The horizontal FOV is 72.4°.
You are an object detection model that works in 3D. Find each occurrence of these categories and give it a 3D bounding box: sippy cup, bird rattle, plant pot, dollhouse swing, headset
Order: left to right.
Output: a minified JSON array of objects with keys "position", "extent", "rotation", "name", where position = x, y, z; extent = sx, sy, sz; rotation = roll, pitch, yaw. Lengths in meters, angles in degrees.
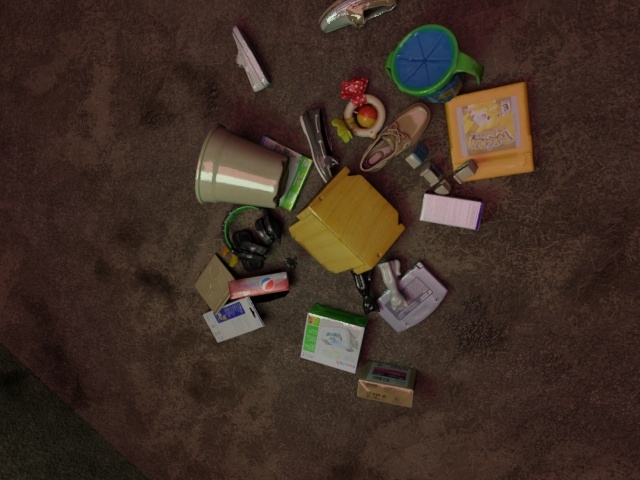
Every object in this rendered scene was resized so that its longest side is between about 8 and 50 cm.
[{"position":[-0.296,-0.270,1.770],"extent":[0.306,0.334,0.333],"rotation":[15,108,1],"name":"plant pot"},{"position":[-0.264,-0.002,1.904],"extent":[0.394,0.185,0.243],"rotation":[36,93,11],"name":"headset"},{"position":[0.091,-0.063,1.820],"extent":[0.347,0.305,0.315],"rotation":[43,78,-10],"name":"dollhouse swing"},{"position":[0.157,-0.508,1.732],"extent":[0.207,0.143,0.253],"rotation":[19,96,0],"name":"bird rattle"},{"position":[0.398,-0.593,1.537],"extent":[0.240,0.224,0.305],"rotation":[-44,65,23],"name":"sippy cup"}]

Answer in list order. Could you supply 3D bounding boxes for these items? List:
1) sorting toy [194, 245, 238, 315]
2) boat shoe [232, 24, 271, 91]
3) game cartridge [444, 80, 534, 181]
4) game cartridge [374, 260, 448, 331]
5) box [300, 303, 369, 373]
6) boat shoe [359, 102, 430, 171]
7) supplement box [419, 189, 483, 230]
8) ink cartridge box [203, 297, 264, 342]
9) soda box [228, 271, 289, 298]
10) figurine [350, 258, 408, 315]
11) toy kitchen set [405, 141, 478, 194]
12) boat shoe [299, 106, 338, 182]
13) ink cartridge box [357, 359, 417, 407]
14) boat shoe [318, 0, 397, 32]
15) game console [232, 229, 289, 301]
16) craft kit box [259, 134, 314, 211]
[{"position":[-0.470,0.174,2.080],"extent":[0.229,0.041,0.307],"rotation":[48,113,27],"name":"sorting toy"},{"position":[-0.304,-0.747,1.809],"extent":[0.088,0.096,0.267],"rotation":[-26,103,17],"name":"boat shoe"},{"position":[0.626,-0.394,1.627],"extent":[0.285,0.053,0.323],"rotation":[-7,100,19],"name":"game cartridge"},{"position":[0.385,0.249,1.863],"extent":[0.196,0.060,0.294],"rotation":[47,112,5],"name":"game cartridge"},{"position":[0.063,0.437,1.972],"extent":[0.262,0.127,0.231],"rotation":[14,105,13],"name":"box"},{"position":[0.289,-0.389,1.700],"extent":[0.121,0.110,0.341],"rotation":[44,112,3],"name":"boat shoe"},{"position":[0.507,-0.120,1.700],"extent":[0.220,0.111,0.113],"rotation":[10,106,14],"name":"supplement box"},{"position":[-0.407,0.372,2.106],"extent":[0.333,0.065,0.165],"rotation":[-23,95,32],"name":"ink cartridge box"},{"position":[-0.271,0.201,1.952],"extent":[0.263,0.092,0.083],"rotation":[-10,85,-1],"name":"soda box"},{"position":[0.252,0.202,1.838],"extent":[0.215,0.092,0.209],"rotation":[-16,87,30],"name":"figurine"},{"position":[0.461,-0.303,1.650],"extent":[0.207,0.122,0.166],"rotation":[45,131,-9],"name":"toy kitchen set"},{"position":[0.017,-0.379,1.788],"extent":[0.096,0.112,0.335],"rotation":[-21,93,25],"name":"boat shoe"},{"position":[0.294,0.619,1.907],"extent":[0.235,0.193,0.088],"rotation":[6,103,15],"name":"ink cartridge box"},{"position":[0.137,-0.853,1.631],"extent":[0.302,0.113,0.103],"rotation":[-23,90,20],"name":"boat shoe"},{"position":[-0.300,0.120,2.047],"extent":[0.213,0.044,0.361],"rotation":[-17,99,20],"name":"game console"},{"position":[-0.180,-0.293,1.902],"extent":[0.247,0.061,0.249],"rotation":[30,110,11],"name":"craft kit box"}]
